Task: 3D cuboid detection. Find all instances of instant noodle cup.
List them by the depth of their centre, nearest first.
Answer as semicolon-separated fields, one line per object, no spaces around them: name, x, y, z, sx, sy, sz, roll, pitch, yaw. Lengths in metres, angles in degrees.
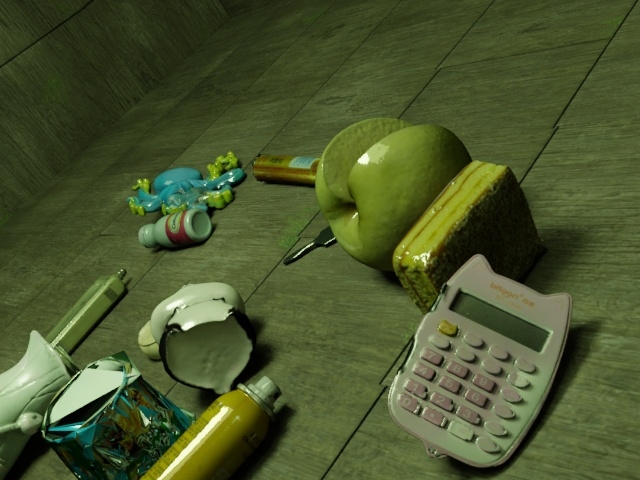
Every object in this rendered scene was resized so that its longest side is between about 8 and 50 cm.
instant noodle cup;-0.368;0.335;1.357;0.240;0.178;0.240;-25;29;15

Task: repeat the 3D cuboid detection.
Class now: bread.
bread;0.233;0.014;1.202;0.234;0.184;0.111;-47;30;-23

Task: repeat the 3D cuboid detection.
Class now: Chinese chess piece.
Chinese chess piece;-0.341;0.205;1.671;0.122;0.051;0.122;-28;27;15

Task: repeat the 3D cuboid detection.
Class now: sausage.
sausage;-0.050;-0.179;1.927;0.082;0.082;0.372;-47;31;-22

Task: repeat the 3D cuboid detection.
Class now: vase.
vase;-0.701;0.394;1.585;0.445;0.250;0.250;-42;28;-24

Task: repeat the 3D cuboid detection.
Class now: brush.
brush;0.000;0.000;1.657;0.193;0.016;0.063;-29;28;9

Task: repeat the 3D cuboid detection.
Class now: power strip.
power strip;-0.623;0.217;1.948;0.092;0.066;0.387;-1;45;49

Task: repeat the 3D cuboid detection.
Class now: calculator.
calculator;0.216;0.168;1.039;0.194;0.043;0.294;26;66;18

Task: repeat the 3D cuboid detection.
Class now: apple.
apple;0.138;-0.091;1.369;0.254;0.291;0.292;-19;19;-28

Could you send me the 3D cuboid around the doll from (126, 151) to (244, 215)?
doll;-0.383;-0.139;2.211;0.346;0.098;0.341;-22;33;-10

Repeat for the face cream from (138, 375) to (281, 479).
face cream;-0.193;0.356;1.214;0.348;0.105;0.105;-46;30;-20

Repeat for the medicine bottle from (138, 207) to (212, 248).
medicine bottle;-0.394;-0.026;2.045;0.217;0.090;0.090;-11;36;37

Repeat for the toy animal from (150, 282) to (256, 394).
toy animal;-0.230;0.172;1.473;0.187;0.165;0.235;-16;26;-11
